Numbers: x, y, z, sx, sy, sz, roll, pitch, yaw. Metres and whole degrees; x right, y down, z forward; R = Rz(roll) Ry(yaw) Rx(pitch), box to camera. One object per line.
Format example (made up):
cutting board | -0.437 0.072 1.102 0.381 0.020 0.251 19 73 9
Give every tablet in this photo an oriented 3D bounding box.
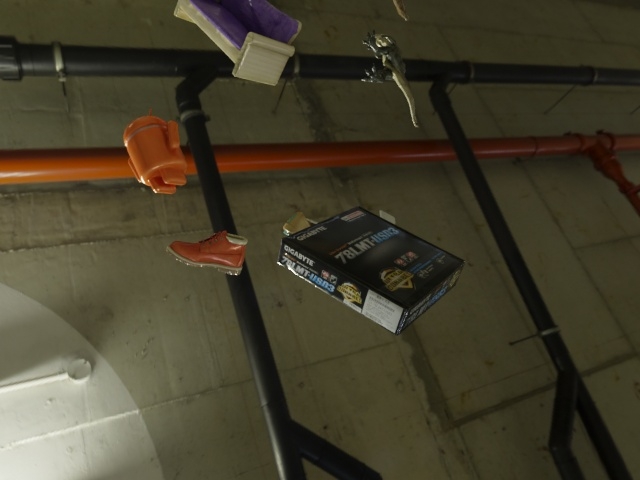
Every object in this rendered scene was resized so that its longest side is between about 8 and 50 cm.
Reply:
tablet | 0.197 -0.051 1.394 0.054 0.006 0.083 26 -141 -18

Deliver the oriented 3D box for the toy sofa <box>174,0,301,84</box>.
toy sofa | -0.228 -0.591 1.287 0.150 0.177 0.362 -6 -133 -48

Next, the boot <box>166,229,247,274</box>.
boot | -0.224 0.012 0.964 0.158 0.084 0.059 13 -163 -29

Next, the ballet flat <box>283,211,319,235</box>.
ballet flat | 0.000 0.000 1.248 0.232 0.080 0.073 36 -96 -45

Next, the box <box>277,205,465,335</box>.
box | 0.114 0.044 1.010 0.293 0.073 0.295 31 -148 26

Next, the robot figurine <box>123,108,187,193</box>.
robot figurine | -0.426 -0.230 1.244 0.128 0.158 0.219 -22 -103 -26

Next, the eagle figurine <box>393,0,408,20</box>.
eagle figurine | 0.243 -0.653 1.072 0.298 0.226 0.225 -29 -149 -13

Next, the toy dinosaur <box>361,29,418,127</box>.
toy dinosaur | 0.141 -0.366 1.012 0.118 0.064 0.268 10 -123 -39
